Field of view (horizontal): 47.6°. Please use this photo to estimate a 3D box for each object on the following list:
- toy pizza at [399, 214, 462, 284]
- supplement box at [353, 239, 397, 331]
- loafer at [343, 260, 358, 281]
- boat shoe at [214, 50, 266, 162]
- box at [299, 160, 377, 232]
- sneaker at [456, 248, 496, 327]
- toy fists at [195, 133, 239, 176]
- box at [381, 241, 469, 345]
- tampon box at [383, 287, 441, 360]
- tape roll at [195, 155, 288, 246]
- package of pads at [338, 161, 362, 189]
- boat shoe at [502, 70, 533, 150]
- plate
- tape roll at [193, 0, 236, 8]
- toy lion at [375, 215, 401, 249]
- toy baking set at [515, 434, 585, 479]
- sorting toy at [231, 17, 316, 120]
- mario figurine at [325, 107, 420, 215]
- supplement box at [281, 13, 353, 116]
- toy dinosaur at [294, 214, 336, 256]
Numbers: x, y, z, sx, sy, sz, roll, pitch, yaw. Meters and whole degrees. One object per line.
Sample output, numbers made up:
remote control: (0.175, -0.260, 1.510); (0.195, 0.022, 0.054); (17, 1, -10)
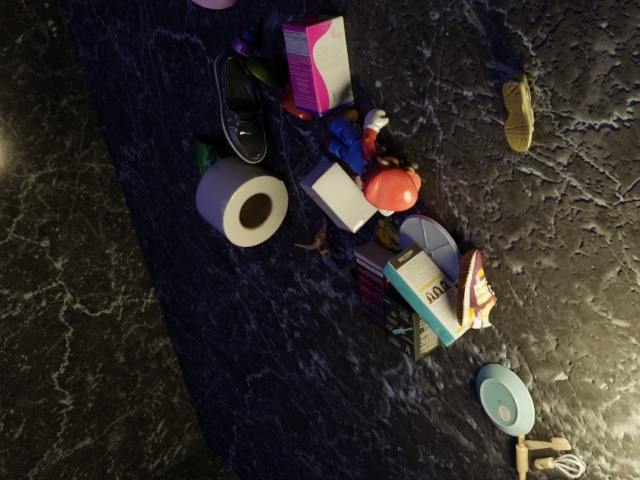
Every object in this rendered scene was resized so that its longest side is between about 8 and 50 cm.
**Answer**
toy pizza: (0.274, 0.023, 1.778); (0.201, 0.032, 0.201); (37, 145, 32)
supplement box: (0.169, 0.133, 1.986); (0.130, 0.073, 0.239); (32, 141, 44)
loafer: (0.102, 0.091, 2.094); (0.148, 0.050, 0.056); (-23, 93, 61)
boat shoe: (-0.228, -0.396, 2.161); (0.113, 0.127, 0.340); (-164, 63, -68)
box: (0.045, -0.115, 1.894); (0.170, 0.091, 0.130); (48, 173, -18)
sneaker: (0.366, 0.111, 1.681); (0.069, 0.084, 0.185); (-133, 48, -77)
toy fists: (-0.345, -0.257, 2.498); (0.279, 0.096, 0.142); (38, 132, 40)
box: (0.266, 0.128, 1.754); (0.244, 0.100, 0.060); (50, 151, 12)
tampon box: (0.242, 0.208, 1.910); (0.120, 0.101, 0.161); (32, 139, 44)
tape roll: (-0.247, -0.125, 2.288); (0.169, 0.246, 0.246); (35, 140, 40)
package of pads: (0.079, -0.171, 1.941); (0.083, 0.032, 0.050); (37, 140, 38)
boat shoe: (0.383, -0.246, 1.390); (0.056, 0.048, 0.153); (9, 128, 42)
plate: (0.447, 0.396, 1.786); (0.188, 0.024, 0.188); (32, 131, 48)
tape roll: (-0.287, -0.720, 1.932); (0.189, 0.189, 0.080); (60, 150, 6)
toy lion: (0.182, -0.011, 1.908); (0.100, 0.034, 0.096); (46, 153, 29)
toy baking set: (0.555, 0.551, 1.760); (0.197, 0.030, 0.256); (18, 128, 49)
sorting toy: (-0.105, -0.480, 1.956); (0.365, 0.127, 0.126); (51, 119, 27)
mario figurine: (0.146, -0.191, 1.771); (0.320, 0.170, 0.198); (54, -173, 38)
supplement box: (-0.005, -0.434, 1.785); (0.114, 0.111, 0.220); (28, 134, 47)
toy dinosaur: (0.000, 0.000, 2.196); (0.211, 0.064, 0.112); (-55, 47, 48)
